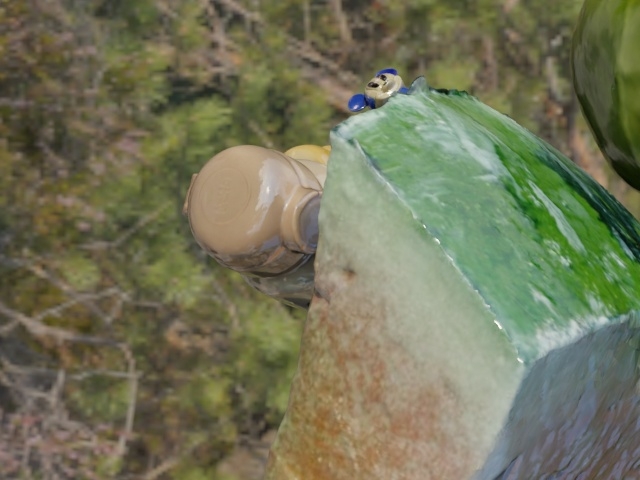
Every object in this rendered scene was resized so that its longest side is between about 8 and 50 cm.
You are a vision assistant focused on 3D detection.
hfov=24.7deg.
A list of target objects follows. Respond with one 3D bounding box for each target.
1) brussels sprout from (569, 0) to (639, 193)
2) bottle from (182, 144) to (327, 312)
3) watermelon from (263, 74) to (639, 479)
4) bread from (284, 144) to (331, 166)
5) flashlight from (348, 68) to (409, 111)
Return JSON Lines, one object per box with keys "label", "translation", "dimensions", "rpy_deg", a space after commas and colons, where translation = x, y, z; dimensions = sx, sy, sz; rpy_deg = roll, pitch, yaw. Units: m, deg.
{"label": "brussels sprout", "translation": [0.300, -0.108, 0.903], "dimensions": [0.219, 0.271, 0.210], "rpy_deg": [171, -87, -77]}
{"label": "bottle", "translation": [0.000, 0.000, 0.978], "dimensions": [0.209, 0.110, 0.097], "rpy_deg": [25, 78, -56]}
{"label": "watermelon", "translation": [0.101, 0.080, 0.768], "dimensions": [0.264, 0.151, 0.302], "rpy_deg": [1, 105, -56]}
{"label": "bread", "translation": [0.037, -0.026, 1.308], "dimensions": [0.225, 0.081, 0.134], "rpy_deg": [-8, 72, -55]}
{"label": "flashlight", "translation": [0.077, -0.116, 1.254], "dimensions": [0.057, 0.121, 0.035], "rpy_deg": [-44, 137, -18]}
